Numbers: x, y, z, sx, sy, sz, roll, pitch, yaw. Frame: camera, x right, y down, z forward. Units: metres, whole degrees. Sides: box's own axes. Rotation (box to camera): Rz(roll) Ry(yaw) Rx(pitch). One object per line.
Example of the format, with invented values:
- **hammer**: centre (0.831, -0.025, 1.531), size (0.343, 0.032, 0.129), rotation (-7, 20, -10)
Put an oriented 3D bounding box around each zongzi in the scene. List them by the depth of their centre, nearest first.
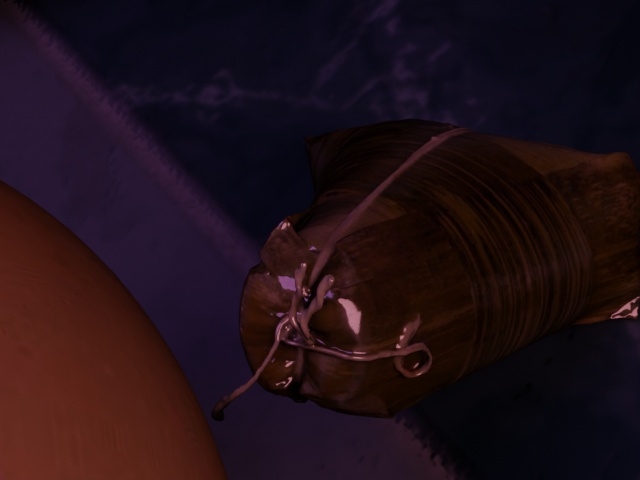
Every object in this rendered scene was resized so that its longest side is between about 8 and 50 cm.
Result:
- **zongzi**: centre (0.000, 0.000, 0.731), size (0.184, 0.084, 0.187), rotation (19, 26, 41)

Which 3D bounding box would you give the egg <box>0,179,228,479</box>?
- **egg**: centre (-0.170, 0.133, 0.631), size (0.301, 0.301, 0.374), rotation (-28, 60, 10)
